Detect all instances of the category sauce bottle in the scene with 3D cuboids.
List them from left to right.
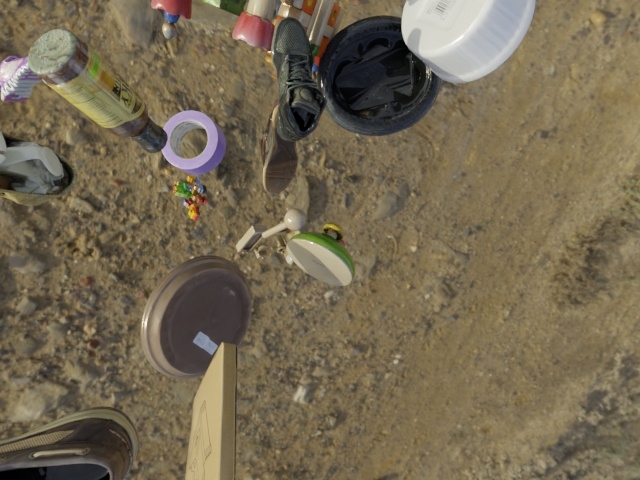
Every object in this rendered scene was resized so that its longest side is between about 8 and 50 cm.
[{"bbox_3d":[-0.451,-0.298,0.994,0.111,0.111,0.344,-34,160,2],"label":"sauce bottle"}]

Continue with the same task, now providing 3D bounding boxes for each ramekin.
[{"bbox_3d":[0.315,-0.511,1.033,0.135,0.277,0.277,9,119,-41],"label":"ramekin"}]

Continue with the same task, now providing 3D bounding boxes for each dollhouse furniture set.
[{"bbox_3d":[-0.149,0.028,1.432,0.151,0.123,0.144,-1,147,-43],"label":"dollhouse furniture set"}]

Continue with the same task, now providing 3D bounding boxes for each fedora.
[{"bbox_3d":[0.155,-0.446,1.277,0.334,0.152,0.334,-1,105,-3],"label":"fedora"}]

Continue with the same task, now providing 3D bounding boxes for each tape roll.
[{"bbox_3d":[-0.404,-0.311,1.474,0.189,0.080,0.189,-1,85,7],"label":"tape roll"}]

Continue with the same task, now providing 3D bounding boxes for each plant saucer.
[{"bbox_3d":[-0.251,0.171,1.002,0.278,0.041,0.278,-18,114,-46],"label":"plant saucer"}]

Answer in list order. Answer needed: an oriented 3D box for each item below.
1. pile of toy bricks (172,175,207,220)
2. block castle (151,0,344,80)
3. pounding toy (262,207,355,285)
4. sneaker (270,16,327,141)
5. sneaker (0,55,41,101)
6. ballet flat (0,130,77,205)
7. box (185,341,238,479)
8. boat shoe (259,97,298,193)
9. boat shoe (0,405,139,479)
[{"bbox_3d":[-0.500,-0.178,1.724,0.105,0.212,0.118,11,126,-34],"label":"pile of toy bricks"},{"bbox_3d":[-0.148,-0.529,1.128,0.303,0.453,0.213,26,111,14],"label":"block castle"},{"bbox_3d":[0.000,0.000,1.136,0.237,0.183,0.110,39,62,-14],"label":"pounding toy"},{"bbox_3d":[-0.038,-0.302,0.860,0.087,0.130,0.228,-3,101,-23],"label":"sneaker"},{"bbox_3d":[-0.886,-0.508,1.368,0.236,0.095,0.104,-23,92,29],"label":"sneaker"},{"bbox_3d":[-0.481,-0.121,0.668,0.123,0.348,0.123,0,86,4],"label":"ballet flat"},{"bbox_3d":[-0.125,0.242,0.513,0.021,0.201,0.164,13,134,-22],"label":"box"},{"bbox_3d":[-0.154,-0.335,1.646,0.123,0.123,0.342,-9,129,-23],"label":"boat shoe"},{"bbox_3d":[-0.403,0.309,0.542,0.355,0.130,0.132,-23,95,-16],"label":"boat shoe"}]
